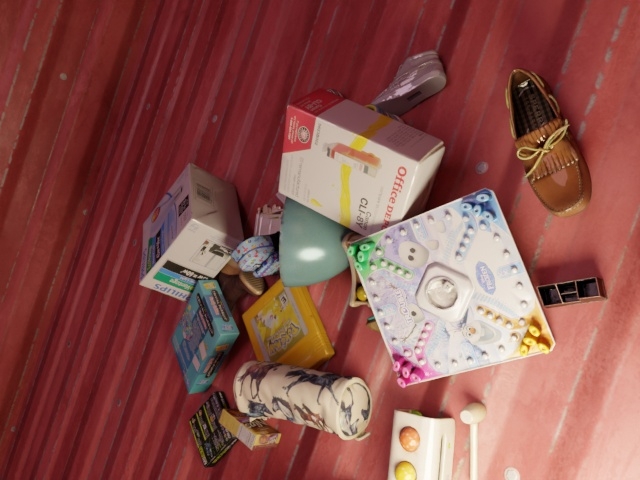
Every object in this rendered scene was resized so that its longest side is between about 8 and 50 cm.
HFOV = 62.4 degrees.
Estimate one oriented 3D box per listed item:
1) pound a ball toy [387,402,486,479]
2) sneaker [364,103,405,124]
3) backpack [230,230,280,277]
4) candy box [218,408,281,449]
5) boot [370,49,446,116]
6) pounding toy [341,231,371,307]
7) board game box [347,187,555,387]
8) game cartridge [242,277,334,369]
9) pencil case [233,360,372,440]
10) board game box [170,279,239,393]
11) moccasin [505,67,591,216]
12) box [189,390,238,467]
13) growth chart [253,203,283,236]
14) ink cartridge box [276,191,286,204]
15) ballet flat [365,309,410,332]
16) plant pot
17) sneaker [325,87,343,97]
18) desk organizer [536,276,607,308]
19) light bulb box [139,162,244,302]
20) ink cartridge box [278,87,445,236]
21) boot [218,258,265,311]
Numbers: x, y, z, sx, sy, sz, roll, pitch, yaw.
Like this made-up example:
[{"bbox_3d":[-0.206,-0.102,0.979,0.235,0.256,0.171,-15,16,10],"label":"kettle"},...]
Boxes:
[{"bbox_3d":[0.260,0.529,1.240,0.208,0.135,0.320,-1,78,43],"label":"pound a ball toy"},{"bbox_3d":[0.172,-0.242,1.496,0.127,0.208,0.319,-30,60,33],"label":"sneaker"},{"bbox_3d":[-0.203,0.051,1.766,0.158,0.173,0.117,-41,65,35],"label":"backpack"},{"bbox_3d":[-0.227,0.600,1.693,0.186,0.109,0.053,20,92,44],"label":"candy box"},{"bbox_3d":[0.249,-0.464,1.581,0.258,0.095,0.124,-22,58,28],"label":"boot"},{"bbox_3d":[0.160,0.052,1.458,0.154,0.154,0.270,-4,76,42],"label":"pounding toy"},{"bbox_3d":[0.289,0.127,1.253,0.389,0.050,0.390,-23,87,28],"label":"board game box"},{"bbox_3d":[-0.117,0.303,1.717,0.285,0.052,0.324,-44,51,25],"label":"game cartridge"},{"bbox_3d":[-0.053,0.454,1.509,0.410,0.160,0.184,-1,111,35],"label":"pencil case"},{"bbox_3d":[-0.429,0.351,1.929,0.336,0.079,0.254,-58,46,31],"label":"board game box"},{"bbox_3d":[0.515,-0.232,1.213,0.139,0.146,0.381,-20,65,38],"label":"moccasin"},{"bbox_3d":[-0.375,0.663,1.860,0.184,0.045,0.191,-52,50,23],"label":"box"},{"bbox_3d":[-0.163,-0.043,1.880,0.237,0.021,0.172,9,84,44],"label":"growth chart"},{"bbox_3d":[-0.022,-0.178,1.783,0.224,0.056,0.181,-44,49,1],"label":"ink cartridge box"},{"bbox_3d":[0.271,0.191,1.364,0.342,0.116,0.124,-33,77,27],"label":"ballet flat"},{"bbox_3d":[0.000,0.000,1.572,0.195,0.290,0.291,3,78,7],"label":"plant pot"},{"bbox_3d":[0.000,-0.373,1.751,0.120,0.112,0.300,3,71,43],"label":"sneaker"},{"bbox_3d":[0.545,0.114,1.152,0.130,0.050,0.047,-17,67,39],"label":"desk organizer"},{"bbox_3d":[-0.492,-0.027,1.995,0.361,0.225,0.358,-46,37,23],"label":"light bulb box"},{"bbox_3d":[0.094,-0.192,1.399,0.384,0.160,0.279,28,132,21],"label":"ink cartridge box"},{"bbox_3d":[-0.299,0.189,1.918,0.248,0.090,0.207,41,118,41],"label":"boot"}]
